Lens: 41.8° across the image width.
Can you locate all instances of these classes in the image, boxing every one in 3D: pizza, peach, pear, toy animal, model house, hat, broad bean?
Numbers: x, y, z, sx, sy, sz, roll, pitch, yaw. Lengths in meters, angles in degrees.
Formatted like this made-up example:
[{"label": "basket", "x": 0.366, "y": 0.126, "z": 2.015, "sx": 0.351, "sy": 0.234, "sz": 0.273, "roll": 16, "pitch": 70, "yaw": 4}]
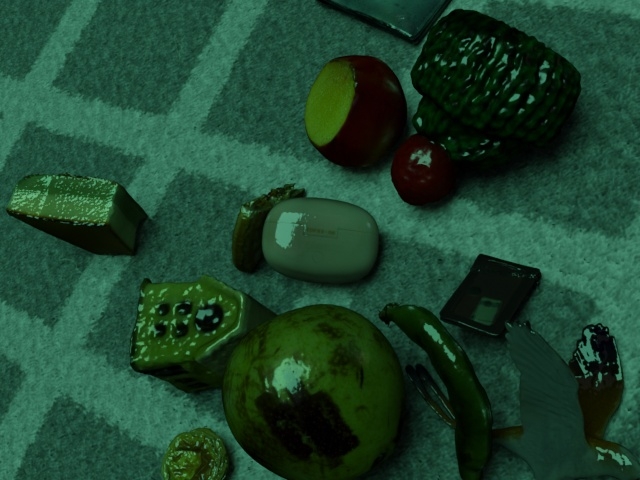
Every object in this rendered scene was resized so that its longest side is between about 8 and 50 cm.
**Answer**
[{"label": "pizza", "x": -0.101, "y": -0.046, "z": 1.521, "sx": 0.062, "sy": 0.188, "sz": 0.199, "roll": 34, "pitch": 53, "yaw": 14}, {"label": "peach", "x": 0.056, "y": -0.231, "z": 1.485, "sx": 0.190, "sy": 0.192, "sz": 0.190, "roll": -16, "pitch": 49, "yaw": 19}, {"label": "pear", "x": -0.008, "y": 0.235, "z": 1.253, "sx": 0.283, "sy": 0.283, "sz": 0.283, "roll": -11, "pitch": 63, "yaw": 22}, {"label": "toy animal", "x": 0.279, "y": 0.273, "z": 1.179, "sx": 0.284, "sy": 0.225, "sz": 0.302, "roll": -30, "pitch": 67, "yaw": 34}, {"label": "model house", "x": -0.170, "y": 0.149, "z": 1.419, "sx": 0.234, "sy": 0.193, "sz": 0.174, "roll": -13, "pitch": 59, "yaw": 21}, {"label": "hat", "x": 0.247, "y": -0.194, "z": 1.384, "sx": 0.332, "sy": 0.242, "sz": 0.274, "roll": -61, "pitch": 30, "yaw": 18}, {"label": "broad bean", "x": 0.176, "y": 0.202, "z": 1.184, "sx": 0.049, "sy": 0.144, "sz": 0.292, "roll": -21, "pitch": 73, "yaw": -27}]

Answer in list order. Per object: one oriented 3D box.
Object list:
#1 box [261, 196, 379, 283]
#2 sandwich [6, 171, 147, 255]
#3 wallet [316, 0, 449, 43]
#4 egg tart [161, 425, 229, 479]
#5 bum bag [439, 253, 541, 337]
[{"label": "box", "x": 0.000, "y": 0.000, "z": 1.431, "sx": 0.200, "sy": 0.088, "sz": 0.146, "roll": 6, "pitch": 83, "yaw": 0}, {"label": "sandwich", "x": -0.477, "y": -0.049, "z": 1.669, "sx": 0.220, "sy": 0.186, "sz": 0.108, "roll": 8, "pitch": 70, "yaw": 11}, {"label": "wallet", "x": 0.148, "y": -0.539, "z": 1.667, "sx": 0.290, "sy": 0.054, "sz": 0.251, "roll": 32, "pitch": 85, "yaw": 33}, {"label": "egg tart", "x": -0.206, "y": 0.376, "z": 1.413, "sx": 0.130, "sy": 0.052, "sz": 0.130, "roll": -11, "pitch": 63, "yaw": 23}, {"label": "bum bag", "x": 0.263, "y": 0.086, "z": 1.296, "sx": 0.109, "sy": 0.026, "sz": 0.159, "roll": 18, "pitch": 49, "yaw": 32}]
